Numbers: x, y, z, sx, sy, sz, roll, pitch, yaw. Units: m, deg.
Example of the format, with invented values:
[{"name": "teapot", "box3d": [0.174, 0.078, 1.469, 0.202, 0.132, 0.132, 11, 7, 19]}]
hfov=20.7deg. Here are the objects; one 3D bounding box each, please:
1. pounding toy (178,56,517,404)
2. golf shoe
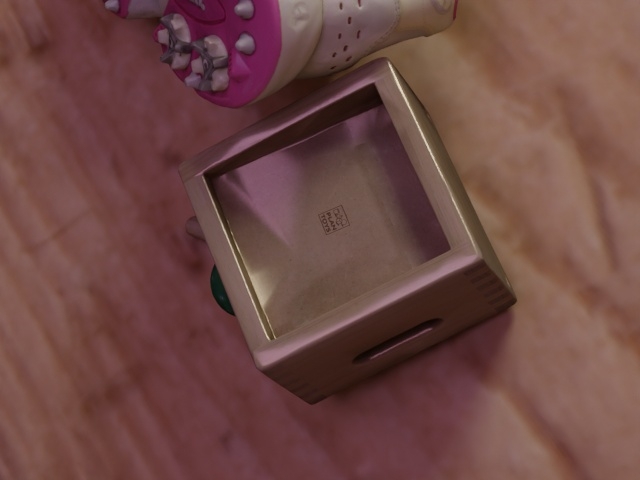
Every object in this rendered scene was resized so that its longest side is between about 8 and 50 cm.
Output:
[{"name": "pounding toy", "box3d": [0.000, 0.000, 0.820, 0.141, 0.100, 0.130, -27, 65, 10]}, {"name": "golf shoe", "box3d": [-0.043, -0.161, 0.880, 0.306, 0.140, 0.115, 51, 144, 47]}]
